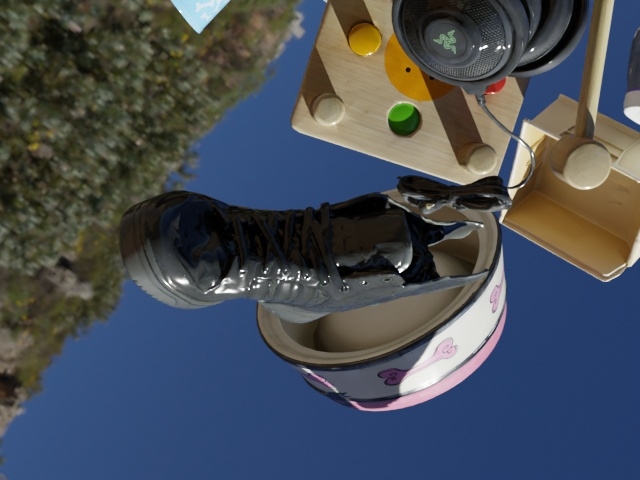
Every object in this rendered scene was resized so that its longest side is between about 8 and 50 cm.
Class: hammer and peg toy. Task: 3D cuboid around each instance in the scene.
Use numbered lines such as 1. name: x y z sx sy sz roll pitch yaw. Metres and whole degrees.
1. hammer and peg toy: 0.172 -0.202 1.185 0.127 0.362 0.265 -120 -133 -81

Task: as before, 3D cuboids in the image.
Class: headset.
1. headset: 0.147 -0.221 1.015 0.185 0.393 0.243 3 -165 34

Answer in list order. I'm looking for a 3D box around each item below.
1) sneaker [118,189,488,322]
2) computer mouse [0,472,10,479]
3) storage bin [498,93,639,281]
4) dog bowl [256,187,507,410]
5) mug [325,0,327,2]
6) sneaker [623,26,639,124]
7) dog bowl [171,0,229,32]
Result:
1. sneaker: 0.000 0.002 0.446 0.089 0.170 0.051 -19 -111 29
2. computer mouse: -0.350 0.310 1.135 0.042 0.193 0.106 -4 -128 5
3. storage bin: 0.495 -0.094 1.904 0.260 0.262 0.123 33 -127 25
4. dog bowl: 0.111 0.096 1.618 0.408 0.150 0.408 -20 -147 14
5. mug: 0.065 -0.527 1.415 0.374 0.276 0.327 115 -31 -66
6. sneaker: 0.669 -0.285 1.781 0.130 0.323 0.236 0 -107 59
7. dog bowl: -0.196 -0.383 1.181 0.074 0.297 0.166 -32 -153 4
